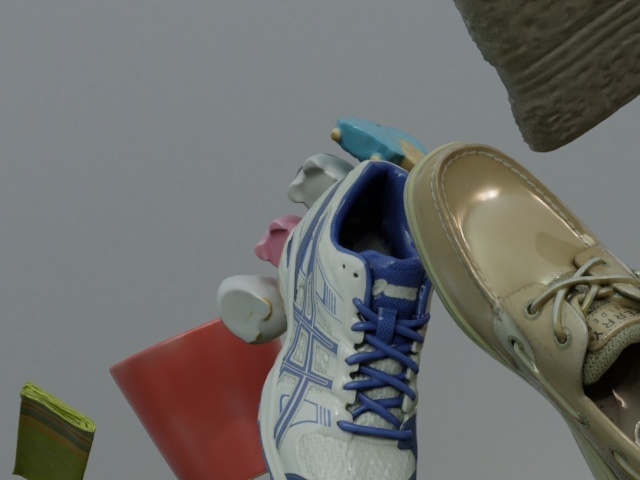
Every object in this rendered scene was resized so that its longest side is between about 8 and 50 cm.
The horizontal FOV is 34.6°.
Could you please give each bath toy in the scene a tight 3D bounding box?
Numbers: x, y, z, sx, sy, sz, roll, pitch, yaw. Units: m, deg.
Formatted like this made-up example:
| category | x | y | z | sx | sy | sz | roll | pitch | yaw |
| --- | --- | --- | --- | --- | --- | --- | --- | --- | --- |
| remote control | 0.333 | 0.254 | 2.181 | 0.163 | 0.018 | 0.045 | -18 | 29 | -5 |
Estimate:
| category | x | y | z | sx | sy | sz | roll | pitch | yaw |
| --- | --- | --- | --- | --- | --- | --- | --- | --- | --- |
| bath toy | 0.000 | 0.000 | 1.352 | 0.348 | 0.151 | 0.129 | -52 | -11 | 23 |

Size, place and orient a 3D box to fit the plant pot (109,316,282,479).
| category | x | y | z | sx | sy | sz | roll | pitch | yaw |
| --- | --- | --- | --- | --- | --- | --- | --- | --- | --- |
| plant pot | -0.161 | 0.257 | 1.622 | 0.275 | 0.243 | 0.275 | -23 | -3 | -1 |

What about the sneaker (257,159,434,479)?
| category | x | y | z | sx | sy | sz | roll | pitch | yaw |
| --- | --- | --- | --- | --- | --- | --- | --- | --- | --- |
| sneaker | 0.025 | 0.071 | 0.732 | 0.112 | 0.296 | 0.131 | 10 | -38 | -21 |

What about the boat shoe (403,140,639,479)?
| category | x | y | z | sx | sy | sz | roll | pitch | yaw |
| --- | --- | --- | --- | --- | --- | --- | --- | --- | --- |
| boat shoe | 0.163 | 0.054 | 0.610 | 0.109 | 0.302 | 0.098 | -31 | -13 | -15 |

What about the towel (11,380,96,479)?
| category | x | y | z | sx | sy | sz | roll | pitch | yaw |
| --- | --- | --- | --- | --- | --- | --- | --- | --- | --- |
| towel | -0.338 | 0.263 | 1.286 | 0.021 | 0.102 | 0.237 | -54 | -7 | -40 |

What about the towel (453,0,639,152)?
| category | x | y | z | sx | sy | sz | roll | pitch | yaw |
| --- | --- | --- | --- | --- | --- | --- | --- | --- | --- |
| towel | 0.233 | -0.200 | 0.718 | 0.282 | 0.049 | 0.187 | -35 | -45 | 5 |
